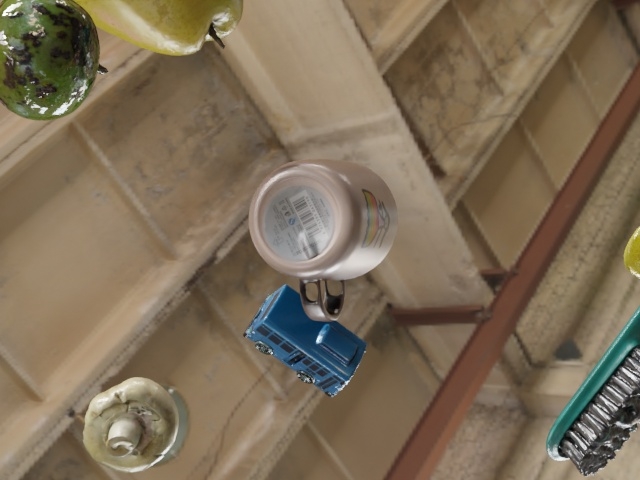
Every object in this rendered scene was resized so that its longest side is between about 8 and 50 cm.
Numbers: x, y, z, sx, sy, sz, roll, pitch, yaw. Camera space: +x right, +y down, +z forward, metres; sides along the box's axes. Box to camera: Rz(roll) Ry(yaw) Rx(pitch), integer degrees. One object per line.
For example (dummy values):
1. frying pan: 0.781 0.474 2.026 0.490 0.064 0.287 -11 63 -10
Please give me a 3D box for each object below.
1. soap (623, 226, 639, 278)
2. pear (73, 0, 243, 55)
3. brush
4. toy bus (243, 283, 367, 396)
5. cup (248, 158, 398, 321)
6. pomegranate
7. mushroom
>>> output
1. soap: 0.494 0.028 1.263 0.169 0.033 0.089 22 -72 -16
2. pear: -0.255 -0.430 1.330 0.337 0.285 0.284 21 -111 -11
3. brush: 0.189 0.051 0.501 0.043 0.032 0.193 21 -72 -39
4. toy bus: -0.019 0.163 1.484 0.185 0.106 0.090 36 -125 -9
5. cup: 0.000 0.000 1.401 0.200 0.192 0.252 -5 -83 -71
6. pomegranate: -0.275 -0.172 0.840 0.162 0.122 0.122 5 -97 -13
7. mushroom: -0.300 0.292 1.449 0.122 0.154 0.154 -90 -19 -73
